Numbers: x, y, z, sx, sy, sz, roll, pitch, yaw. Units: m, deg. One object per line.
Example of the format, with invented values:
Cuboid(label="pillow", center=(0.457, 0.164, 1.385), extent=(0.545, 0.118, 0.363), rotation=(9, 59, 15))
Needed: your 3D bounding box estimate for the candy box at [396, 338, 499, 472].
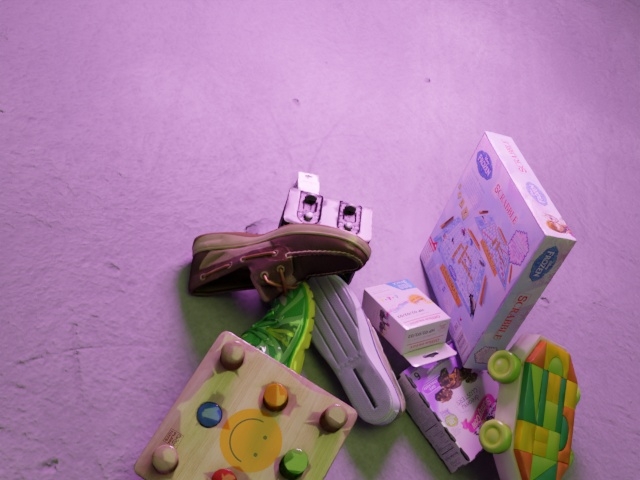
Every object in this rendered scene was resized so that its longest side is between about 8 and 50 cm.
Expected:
Cuboid(label="candy box", center=(0.251, 0.298, 1.471), extent=(0.164, 0.070, 0.196), rotation=(-26, 71, -36))

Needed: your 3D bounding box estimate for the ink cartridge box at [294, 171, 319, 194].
Cuboid(label="ink cartridge box", center=(-0.028, -0.098, 1.642), extent=(0.048, 0.028, 0.083), rotation=(11, 55, -17))

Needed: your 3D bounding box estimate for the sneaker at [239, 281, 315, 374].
Cuboid(label="sneaker", center=(-0.087, 0.174, 1.380), extent=(0.123, 0.109, 0.296), rotation=(23, 52, -14))

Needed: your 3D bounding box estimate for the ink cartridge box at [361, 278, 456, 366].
Cuboid(label="ink cartridge box", center=(0.168, 0.150, 1.490), extent=(0.104, 0.062, 0.181), rotation=(-12, 35, -28))

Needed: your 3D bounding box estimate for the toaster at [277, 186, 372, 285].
Cuboid(label="toaster", center=(0.000, 0.000, 1.505), extent=(0.168, 0.186, 0.110), rotation=(14, 50, -5))

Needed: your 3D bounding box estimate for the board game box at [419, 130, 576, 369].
Cuboid(label="board game box", center=(0.312, 0.016, 1.481), extent=(0.065, 0.318, 0.319), rotation=(9, 38, -19))

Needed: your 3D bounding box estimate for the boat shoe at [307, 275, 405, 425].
Cuboid(label="boat shoe", center=(0.058, 0.198, 1.447), extent=(0.094, 0.109, 0.302), rotation=(31, 31, -63))

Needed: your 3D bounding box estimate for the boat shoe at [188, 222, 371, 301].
Cuboid(label="boat shoe", center=(-0.079, 0.052, 1.383), extent=(0.341, 0.123, 0.123), rotation=(-1, 60, 21))

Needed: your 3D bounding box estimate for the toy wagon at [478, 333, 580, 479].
Cuboid(label="toy wagon", center=(0.377, 0.348, 1.414), extent=(0.267, 0.068, 0.345), rotation=(26, 68, -44))

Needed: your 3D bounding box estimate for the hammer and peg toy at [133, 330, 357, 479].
Cuboid(label="hammer and peg toy", center=(-0.140, 0.341, 1.180), extent=(0.265, 0.127, 0.361), rotation=(32, 67, 4))
